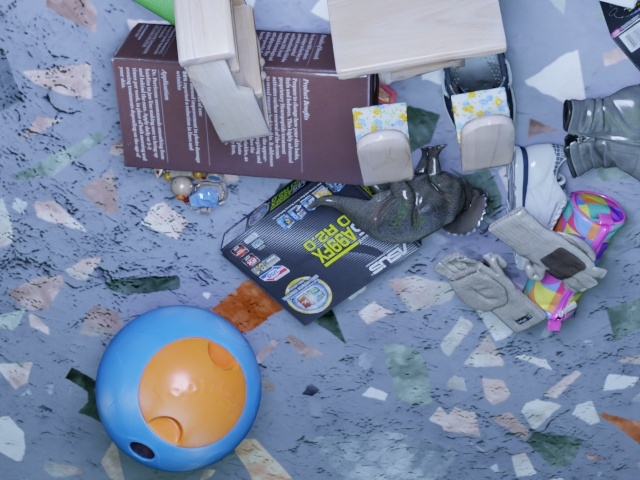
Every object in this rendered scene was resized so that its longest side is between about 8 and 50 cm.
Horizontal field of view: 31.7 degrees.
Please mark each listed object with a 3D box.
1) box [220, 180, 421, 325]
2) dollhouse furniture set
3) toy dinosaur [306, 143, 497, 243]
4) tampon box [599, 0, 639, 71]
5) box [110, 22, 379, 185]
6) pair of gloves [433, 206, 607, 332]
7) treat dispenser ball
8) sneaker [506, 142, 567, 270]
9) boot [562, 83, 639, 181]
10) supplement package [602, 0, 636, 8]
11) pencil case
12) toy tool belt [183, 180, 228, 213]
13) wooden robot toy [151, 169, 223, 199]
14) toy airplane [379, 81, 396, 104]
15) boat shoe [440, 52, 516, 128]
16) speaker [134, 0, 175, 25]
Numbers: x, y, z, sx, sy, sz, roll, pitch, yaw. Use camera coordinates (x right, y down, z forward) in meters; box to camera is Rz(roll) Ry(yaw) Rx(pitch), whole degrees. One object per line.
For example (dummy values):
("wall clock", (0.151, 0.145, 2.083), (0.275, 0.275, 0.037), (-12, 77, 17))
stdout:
("box", (0.000, 0.000, 1.900), (0.270, 0.060, 0.216), (-35, 116, 25))
("dollhouse furniture set", (0.033, -0.278, 1.441), (0.394, 0.362, 0.256), (-9, 160, 5))
("toy dinosaur", (0.142, -0.060, 1.765), (0.314, 0.121, 0.160), (-14, 94, -16))
("tampon box", (0.471, -0.316, 1.572), (0.120, 0.161, 0.101), (-35, 116, 24))
("box", (-0.105, -0.208, 1.691), (0.381, 0.143, 0.191), (6, 126, 8))
("pair of gloves", (0.321, 0.045, 1.813), (0.204, 0.042, 0.240), (30, 138, -16))
("treat dispenser ball", (-0.247, 0.257, 1.965), (0.288, 0.288, 0.288), (2, 126, 3))
("sneaker", (0.353, -0.050, 1.827), (0.095, 0.090, 0.235), (-7, 127, -3))
("boot", (0.461, -0.126, 1.752), (0.161, 0.083, 0.246), (-16, 115, 5))
("supplement package", (0.354, -0.471, 1.478), (0.204, 0.145, 0.262), (13, 125, -5))
("pencil case", (0.417, 0.032, 1.870), (0.104, 0.104, 0.236), (13, 125, -5))
("toy tool belt", (-0.195, -0.069, 1.869), (0.083, 0.051, 0.052), (-10, 125, 11))
("wooden robot toy", (-0.207, -0.098, 1.814), (0.173, 0.079, 0.076), (-4, 154, 25))
("toy airplane", (0.061, -0.271, 1.717), (0.151, 0.028, 0.151), (3, 124, 5))
("boat shoe", (0.230, -0.240, 1.688), (0.114, 0.091, 0.302), (-13, 124, 13))
("speaker", (-0.255, -0.401, 1.586), (0.296, 0.131, 0.131), (29, 123, -16))
